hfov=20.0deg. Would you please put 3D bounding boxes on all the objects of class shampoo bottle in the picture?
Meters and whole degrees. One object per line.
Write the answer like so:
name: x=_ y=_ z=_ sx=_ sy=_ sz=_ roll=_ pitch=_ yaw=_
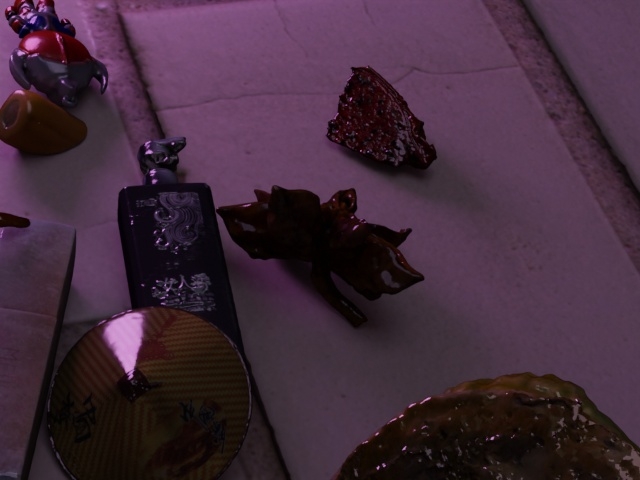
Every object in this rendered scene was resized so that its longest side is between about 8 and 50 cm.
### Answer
shampoo bottle: x=-0.146 y=0.019 z=1.810 sx=0.098 sy=0.071 sz=0.309 roll=-7 pitch=47 yaw=-9

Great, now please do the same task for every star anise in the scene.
star anise: x=-0.002 y=-0.005 z=1.832 sx=0.196 sy=0.111 sz=0.212 roll=26 pitch=14 yaw=-33

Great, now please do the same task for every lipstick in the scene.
lipstick: x=-0.288 y=0.136 z=1.658 sx=0.076 sy=0.080 sz=0.371 roll=9 pitch=45 yaw=-3

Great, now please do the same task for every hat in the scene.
hat: x=-0.161 y=0.139 z=1.628 sx=0.193 sy=0.082 sz=0.193 roll=-2 pitch=71 yaw=7

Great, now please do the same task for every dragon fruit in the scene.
dragon fruit: x=0.079 y=-0.126 z=2.023 sx=0.131 sy=0.063 sz=0.097 roll=26 pitch=82 yaw=17

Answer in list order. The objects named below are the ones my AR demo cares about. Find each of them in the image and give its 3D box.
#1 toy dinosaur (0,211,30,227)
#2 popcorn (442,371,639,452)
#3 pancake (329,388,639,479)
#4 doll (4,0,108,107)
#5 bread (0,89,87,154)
toy dinosaur: x=-0.516 y=-0.028 z=1.723 sx=0.432 sy=0.097 sz=0.208 roll=-21 pitch=51 yaw=-14
popcorn: x=0.197 y=0.249 z=1.605 sx=0.286 sy=0.174 sz=0.225 roll=32 pitch=62 yaw=10
pancake: x=0.146 y=0.287 z=1.481 sx=0.356 sy=0.356 sz=0.065 roll=37 pitch=12 yaw=22
doll: x=-0.297 y=-0.206 z=1.998 sx=0.104 sy=0.062 sz=0.195 roll=24 pitch=27 yaw=-40
bread: x=-0.296 y=-0.117 z=1.926 sx=0.049 sy=0.103 sz=0.062 roll=35 pitch=92 yaw=34
